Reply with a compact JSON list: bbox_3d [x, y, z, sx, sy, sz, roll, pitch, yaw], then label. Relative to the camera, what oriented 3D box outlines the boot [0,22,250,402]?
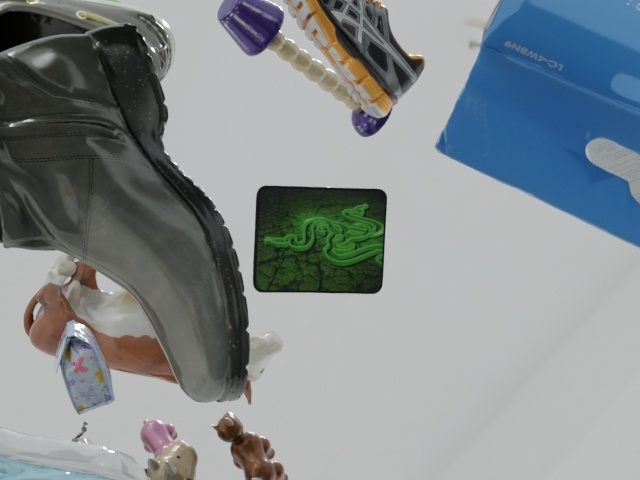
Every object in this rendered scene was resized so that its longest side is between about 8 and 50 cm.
[{"bbox_3d":[-0.146,-0.007,0.574,0.161,0.083,0.246,-14,-114,-27],"label":"boot"}]

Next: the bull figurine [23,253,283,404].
[{"bbox_3d":[-0.185,0.096,1.253,0.310,0.101,0.188,8,-49,-12],"label":"bull figurine"}]

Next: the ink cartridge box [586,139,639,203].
[{"bbox_3d":[0.443,-0.150,1.448,0.206,0.045,0.208,-22,-68,-4],"label":"ink cartridge box"}]

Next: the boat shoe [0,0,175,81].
[{"bbox_3d":[-0.289,-0.180,0.989,0.305,0.091,0.109,4,-68,-3],"label":"boat shoe"}]

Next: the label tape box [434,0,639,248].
[{"bbox_3d":[0.247,-0.158,0.576,0.249,0.115,0.348,26,-95,3],"label":"label tape box"}]

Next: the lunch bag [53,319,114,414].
[{"bbox_3d":[-0.249,0.129,1.123,0.053,0.071,0.083,-18,-77,-12],"label":"lunch bag"}]

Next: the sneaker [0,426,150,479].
[{"bbox_3d":[-0.287,0.240,0.886,0.366,0.150,0.135,11,-54,-34],"label":"sneaker"}]

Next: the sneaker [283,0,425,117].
[{"bbox_3d":[0.029,-0.238,1.166,0.083,0.084,0.215,-37,-82,-6],"label":"sneaker"}]

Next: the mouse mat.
[{"bbox_3d":[0.000,0.000,1.526,0.189,0.007,0.153,1,-83,-12],"label":"mouse mat"}]

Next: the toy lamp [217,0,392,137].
[{"bbox_3d":[-0.021,-0.240,1.457,0.274,0.080,0.080,33,-95,-33],"label":"toy lamp"}]

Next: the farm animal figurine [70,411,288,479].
[{"bbox_3d":[-0.223,0.367,1.478,0.172,0.330,0.327,56,-152,-52],"label":"farm animal figurine"}]

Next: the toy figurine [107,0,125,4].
[{"bbox_3d":[-0.306,-0.199,1.315,0.159,0.173,0.130,-59,-41,-44],"label":"toy figurine"}]
